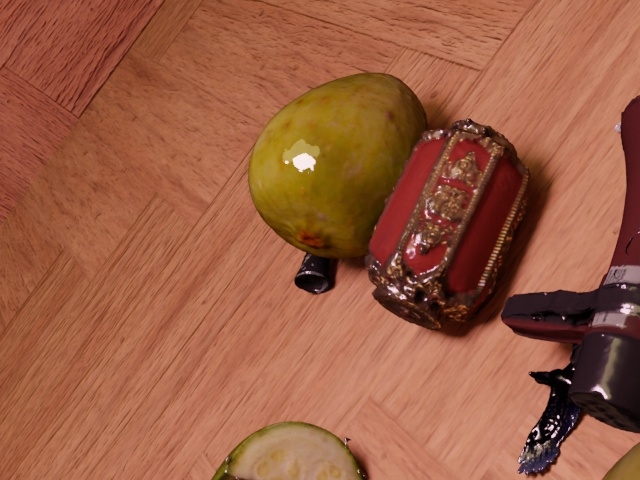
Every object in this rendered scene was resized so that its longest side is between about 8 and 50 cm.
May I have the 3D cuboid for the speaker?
[{"bbox_3d":[0.310,0.016,1.039,0.259,0.198,0.329,20,71,37],"label":"speaker"}]

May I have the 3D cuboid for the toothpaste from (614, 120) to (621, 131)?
[{"bbox_3d":[0.433,-0.124,1.214,0.052,0.033,0.218,-48,28,2],"label":"toothpaste"}]

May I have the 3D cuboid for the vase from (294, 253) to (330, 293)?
[{"bbox_3d":[0.000,0.000,1.619,0.059,0.059,0.167,-23,43,39],"label":"vase"}]

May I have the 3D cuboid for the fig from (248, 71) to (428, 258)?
[{"bbox_3d":[0.049,-0.124,1.502,0.258,0.258,0.326,-10,36,47],"label":"fig"}]

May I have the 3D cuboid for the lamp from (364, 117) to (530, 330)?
[{"bbox_3d":[0.167,-0.021,1.330,0.177,0.177,0.274,1,61,52],"label":"lamp"}]

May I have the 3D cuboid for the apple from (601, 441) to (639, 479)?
[{"bbox_3d":[0.371,0.321,0.824,0.320,0.311,0.360,94,-179,-49],"label":"apple"}]

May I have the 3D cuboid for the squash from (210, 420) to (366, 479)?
[{"bbox_3d":[-0.059,0.338,1.406,0.289,0.203,0.111,110,172,-58],"label":"squash"}]

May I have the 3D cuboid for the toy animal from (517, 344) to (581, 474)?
[{"bbox_3d":[0.280,0.162,1.126,0.220,0.062,0.108,-65,17,-15],"label":"toy animal"}]
